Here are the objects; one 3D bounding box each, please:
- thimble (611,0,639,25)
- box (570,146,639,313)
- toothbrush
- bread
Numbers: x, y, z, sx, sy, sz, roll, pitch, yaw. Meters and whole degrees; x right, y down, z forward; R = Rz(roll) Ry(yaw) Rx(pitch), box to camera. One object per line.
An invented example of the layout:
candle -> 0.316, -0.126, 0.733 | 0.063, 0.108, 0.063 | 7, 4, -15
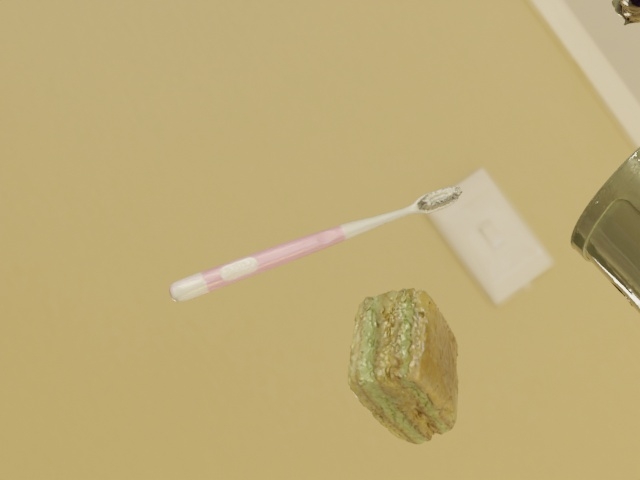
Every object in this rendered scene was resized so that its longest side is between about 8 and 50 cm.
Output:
thimble -> 0.321, -0.334, 1.222 | 0.150, 0.237, 0.237 | -20, 179, 13
box -> 0.388, -0.018, 1.301 | 0.226, 0.149, 0.226 | -33, 156, -17
toothbrush -> 0.000, 0.000, 1.152 | 0.286, 0.020, 0.025 | -20, 172, -16
bread -> 0.115, 0.161, 1.625 | 0.102, 0.138, 0.196 | -7, 143, 23
